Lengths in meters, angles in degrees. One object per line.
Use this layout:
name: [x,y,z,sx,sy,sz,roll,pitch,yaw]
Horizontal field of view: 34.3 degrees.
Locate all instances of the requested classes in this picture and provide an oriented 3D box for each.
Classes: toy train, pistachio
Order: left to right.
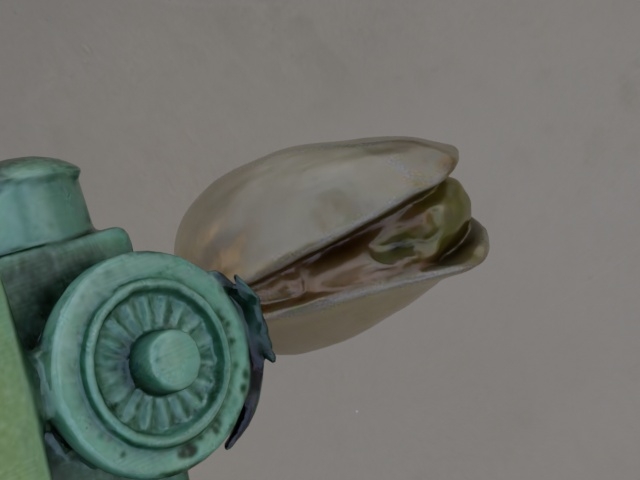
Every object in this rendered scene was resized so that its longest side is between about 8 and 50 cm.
toy train: [-0.130,0.173,0.406,0.253,0.160,0.397,-17,96,-44]
pistachio: [0.000,0.000,0.686,0.215,0.144,0.144,-15,80,18]
